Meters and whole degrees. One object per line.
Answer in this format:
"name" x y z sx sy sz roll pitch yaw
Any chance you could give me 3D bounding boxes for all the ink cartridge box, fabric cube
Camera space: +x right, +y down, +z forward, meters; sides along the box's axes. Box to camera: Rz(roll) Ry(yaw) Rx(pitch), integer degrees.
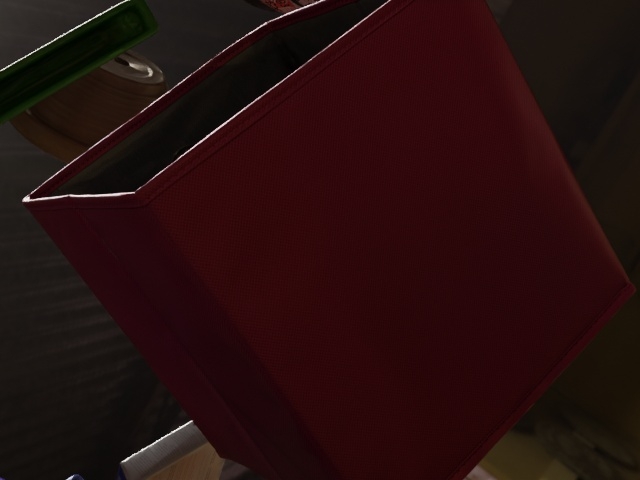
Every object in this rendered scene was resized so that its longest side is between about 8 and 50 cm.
"ink cartridge box" -0.224 0.341 1.229 0.224 0.045 0.223 -26 -33 -42
"fabric cube" 0.000 0.000 0.646 0.254 0.258 0.259 -42 21 -22

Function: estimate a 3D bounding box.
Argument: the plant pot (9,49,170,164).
"plant pot" -0.271 -0.181 1.206 0.237 0.237 0.110 -20 -38 -60

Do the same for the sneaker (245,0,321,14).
"sneaker" 0.061 -0.240 0.917 0.270 0.145 0.090 3 -81 -39

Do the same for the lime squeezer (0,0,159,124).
"lime squeezer" -0.163 0.019 0.229 0.310 0.110 0.059 -46 -54 -50

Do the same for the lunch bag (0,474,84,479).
"lunch bag" -0.093 0.228 0.449 0.138 0.293 0.221 -39 -43 7
